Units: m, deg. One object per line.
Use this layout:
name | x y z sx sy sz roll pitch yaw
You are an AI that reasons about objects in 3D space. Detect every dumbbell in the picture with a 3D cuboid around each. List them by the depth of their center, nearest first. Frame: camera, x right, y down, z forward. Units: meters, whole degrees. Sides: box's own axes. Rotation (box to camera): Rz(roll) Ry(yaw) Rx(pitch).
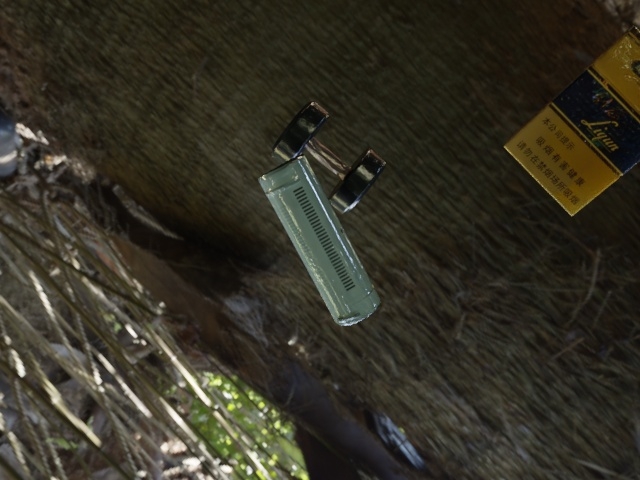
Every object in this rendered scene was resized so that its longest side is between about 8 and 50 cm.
dumbbell | 0.017 -0.180 1.281 0.152 0.218 0.152 -51 -175 7

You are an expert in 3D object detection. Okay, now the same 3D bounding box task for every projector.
projector | 0.000 0.000 1.160 0.108 0.338 0.108 -27 -170 5

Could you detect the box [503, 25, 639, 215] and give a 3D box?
box | 0.414 -0.172 0.875 0.237 0.152 0.070 -44 177 23
